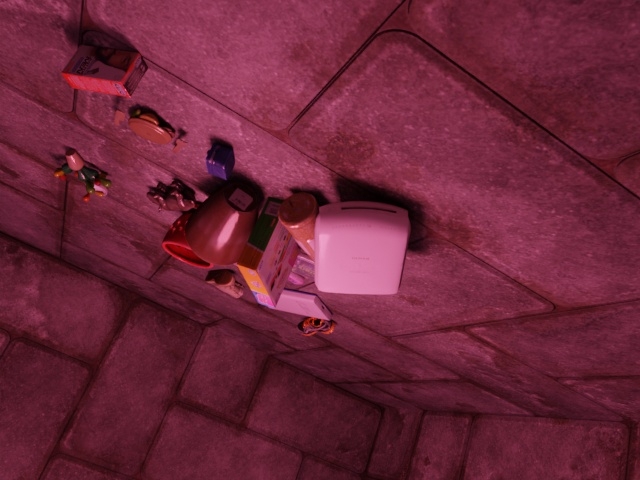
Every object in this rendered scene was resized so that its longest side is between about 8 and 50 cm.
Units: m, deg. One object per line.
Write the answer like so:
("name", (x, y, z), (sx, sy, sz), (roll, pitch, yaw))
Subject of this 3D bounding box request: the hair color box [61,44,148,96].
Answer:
("hair color box", (-0.494, -0.390, 1.234), (0.167, 0.093, 0.053), (13, 155, 16))

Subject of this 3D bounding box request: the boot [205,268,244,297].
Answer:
("boot", (-0.408, 0.202, 2.441), (0.165, 0.077, 0.213), (38, 156, -33))

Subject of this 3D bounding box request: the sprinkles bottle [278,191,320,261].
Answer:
("sprinkles bottle", (0.000, 0.000, 1.624), (0.121, 0.121, 0.355), (7, 152, 29))

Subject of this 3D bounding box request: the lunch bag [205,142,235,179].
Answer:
("lunch bag", (-0.275, -0.216, 1.455), (0.065, 0.067, 0.098), (19, 155, 4))

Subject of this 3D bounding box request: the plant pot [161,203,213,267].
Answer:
("plant pot", (-0.426, -0.018, 1.866), (0.191, 0.174, 0.191), (17, 155, 8))

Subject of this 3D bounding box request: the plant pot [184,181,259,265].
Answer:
("plant pot", (-0.276, -0.070, 1.634), (0.215, 0.215, 0.230), (27, 142, -13))

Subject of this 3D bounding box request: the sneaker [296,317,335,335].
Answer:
("sneaker", (-0.034, 0.395, 2.549), (0.215, 0.084, 0.083), (-13, 138, 37))

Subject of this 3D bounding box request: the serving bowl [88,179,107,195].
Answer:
("serving bowl", (-0.821, -0.200, 1.986), (0.083, 0.027, 0.083), (18, 156, 8))

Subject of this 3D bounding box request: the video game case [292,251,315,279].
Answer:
("video game case", (-0.066, 0.090, 1.990), (0.190, 0.022, 0.173), (22, 157, -2))

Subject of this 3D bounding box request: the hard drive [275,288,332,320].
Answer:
("hard drive", (-0.128, 0.274, 2.409), (0.319, 0.040, 0.210), (8, 153, 28))

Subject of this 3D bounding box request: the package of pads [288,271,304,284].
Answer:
("package of pads", (-0.108, 0.144, 2.128), (0.083, 0.032, 0.050), (37, 149, -32))

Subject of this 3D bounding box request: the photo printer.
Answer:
("photo printer", (0.110, 0.019, 1.475), (0.256, 0.107, 0.307), (3, 137, 1))

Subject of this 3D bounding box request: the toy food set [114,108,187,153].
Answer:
("toy food set", (-0.459, -0.307, 1.463), (0.192, 0.038, 0.132), (25, 164, -22))

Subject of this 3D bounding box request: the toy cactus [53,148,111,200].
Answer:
("toy cactus", (-0.838, -0.234, 1.859), (0.219, 0.112, 0.180), (23, 148, 17))

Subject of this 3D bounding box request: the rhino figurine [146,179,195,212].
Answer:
("rhino figurine", (-0.510, -0.139, 1.808), (0.243, 0.073, 0.106), (-1, 145, 43))

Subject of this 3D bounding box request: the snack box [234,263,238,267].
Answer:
("snack box", (-0.336, 0.090, 2.210), (0.064, 0.022, 0.178), (0, 148, 41))

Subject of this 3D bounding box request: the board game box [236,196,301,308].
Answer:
("board game box", (-0.153, 0.048, 1.702), (0.064, 0.242, 0.316), (16, 155, 14))
